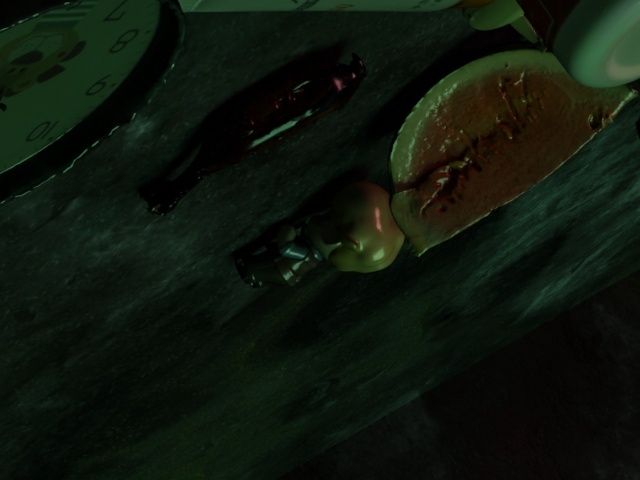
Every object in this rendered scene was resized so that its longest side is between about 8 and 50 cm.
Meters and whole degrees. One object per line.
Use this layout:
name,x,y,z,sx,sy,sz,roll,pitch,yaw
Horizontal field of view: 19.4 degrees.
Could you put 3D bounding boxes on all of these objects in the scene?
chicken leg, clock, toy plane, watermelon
chicken leg,-0.067,-0.100,1.759,0.253,0.051,0.106,-32,171,9
clock,-0.237,-0.108,1.342,0.312,0.061,0.312,-31,166,-9
toy plane,0.210,-0.268,1.705,0.242,0.104,0.256,-41,168,-42
watermelon,0.171,-0.139,1.991,0.303,0.159,0.128,-35,136,19

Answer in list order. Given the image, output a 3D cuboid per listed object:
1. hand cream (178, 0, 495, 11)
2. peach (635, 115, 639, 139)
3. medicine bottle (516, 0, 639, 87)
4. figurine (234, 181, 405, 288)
hand cream,0.031,-0.232,1.475,0.314,0.089,0.140,-7,151,-43
peach,0.554,-0.151,2.332,0.310,0.335,0.406,-29,172,12
medicine bottle,0.236,-0.277,1.420,0.252,0.241,0.252,-31,166,-9
figurine,0.000,0.000,2.173,0.196,0.108,0.114,-17,158,12
